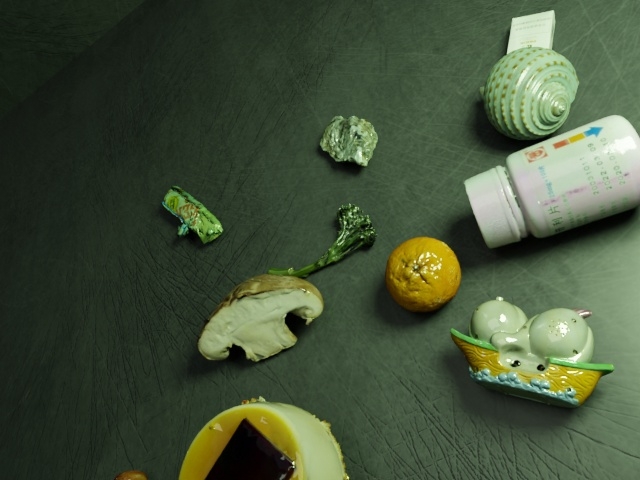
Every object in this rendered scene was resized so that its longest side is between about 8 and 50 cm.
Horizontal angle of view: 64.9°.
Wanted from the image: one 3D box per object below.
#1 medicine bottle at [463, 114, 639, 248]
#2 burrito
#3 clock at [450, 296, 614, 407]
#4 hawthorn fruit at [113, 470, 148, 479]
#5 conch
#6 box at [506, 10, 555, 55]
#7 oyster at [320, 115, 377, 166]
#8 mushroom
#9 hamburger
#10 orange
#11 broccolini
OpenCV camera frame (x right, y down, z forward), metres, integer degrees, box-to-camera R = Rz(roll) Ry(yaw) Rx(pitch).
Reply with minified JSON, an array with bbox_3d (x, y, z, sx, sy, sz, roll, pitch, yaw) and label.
[{"bbox_3d":[0.377,-0.086,0.818,0.254,0.152,0.152,-23,54,21],"label":"medicine bottle"},{"bbox_3d":[-0.351,-0.059,1.330,0.288,0.054,0.104,34,85,40],"label":"burrito"},{"bbox_3d":[0.307,0.159,0.752,0.230,0.103,0.144,6,65,32],"label":"clock"},{"bbox_3d":[-0.385,0.500,1.015,0.077,0.077,0.077,-16,56,25],"label":"hawthorn fruit"},{"bbox_3d":[0.371,-0.281,0.934,0.200,0.131,0.173,37,106,35],"label":"conch"},{"bbox_3d":[0.431,-0.397,1.038,0.083,0.040,0.155,3,66,31],"label":"box"},{"bbox_3d":[0.067,-0.234,1.162,0.177,0.064,0.125,30,86,42],"label":"oyster"},{"bbox_3d":[-0.121,0.137,1.037,0.285,0.156,0.151,-26,25,17],"label":"mushroom"},{"bbox_3d":[-0.090,0.400,0.817,0.294,0.179,0.276,24,80,36],"label":"hamburger"},{"bbox_3d":[0.177,0.057,0.885,0.135,0.118,0.136,-14,53,19],"label":"orange"},{"bbox_3d":[-0.007,0.004,1.080,0.271,0.062,0.123,-25,43,22],"label":"broccolini"}]
